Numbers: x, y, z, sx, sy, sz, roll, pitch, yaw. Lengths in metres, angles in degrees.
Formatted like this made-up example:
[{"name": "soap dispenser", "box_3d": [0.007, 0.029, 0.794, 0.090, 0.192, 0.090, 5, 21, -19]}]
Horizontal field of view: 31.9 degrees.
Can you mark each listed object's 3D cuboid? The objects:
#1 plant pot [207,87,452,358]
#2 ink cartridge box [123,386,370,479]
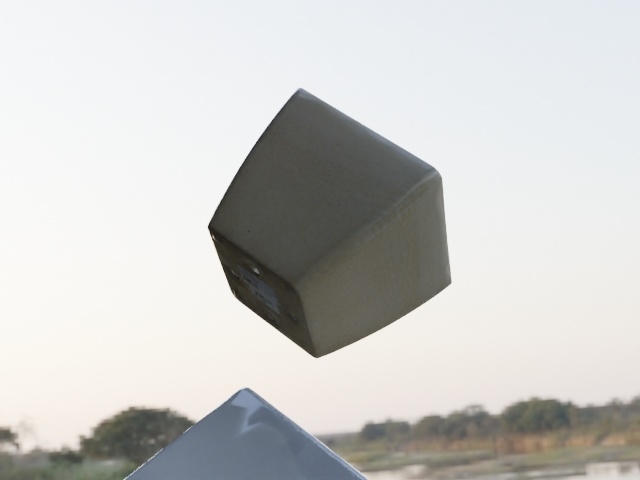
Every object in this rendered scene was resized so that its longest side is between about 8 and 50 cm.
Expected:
[{"name": "plant pot", "box_3d": [0.000, 0.000, 0.636, 0.109, 0.096, 0.109, 35, -23, 30]}, {"name": "ink cartridge box", "box_3d": [-0.027, 0.226, 0.455, 0.261, 0.066, 0.296, -38, 49, -26]}]
